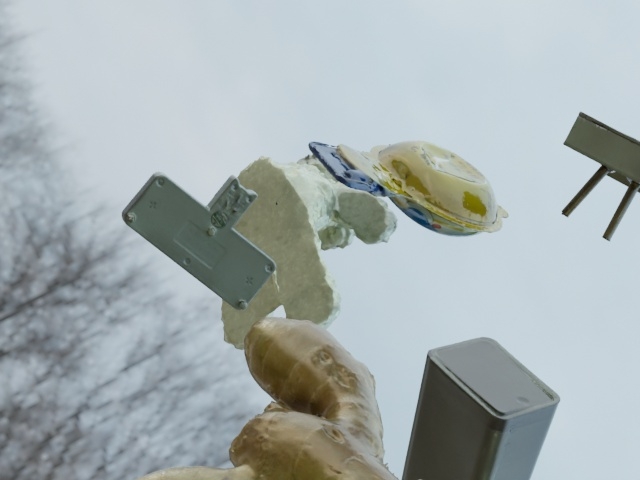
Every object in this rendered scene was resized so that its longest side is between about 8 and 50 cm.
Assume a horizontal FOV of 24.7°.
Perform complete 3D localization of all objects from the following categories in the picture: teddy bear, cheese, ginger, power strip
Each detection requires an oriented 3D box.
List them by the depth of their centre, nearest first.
[{"bbox_3d":[0.008,0.229,1.527,0.348,0.363,0.122,17,-59,23],"label":"ginger"},{"bbox_3d":[0.104,-0.066,1.629,0.069,0.270,0.177,-59,-136,21],"label":"cheese"},{"bbox_3d":[-0.148,-0.020,2.009,0.216,0.145,0.061,38,-1,-18],"label":"power strip"},{"bbox_3d":[0.000,0.000,2.487,0.327,0.362,0.375,-16,-106,27],"label":"teddy bear"}]

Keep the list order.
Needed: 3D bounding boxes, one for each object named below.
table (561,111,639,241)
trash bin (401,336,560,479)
[{"bbox_3d":[0.374,-0.040,1.617,0.121,0.240,0.111,37,-75,49],"label":"table"},{"bbox_3d":[0.211,0.281,2.004,0.164,0.122,0.240,40,-50,42],"label":"trash bin"}]
